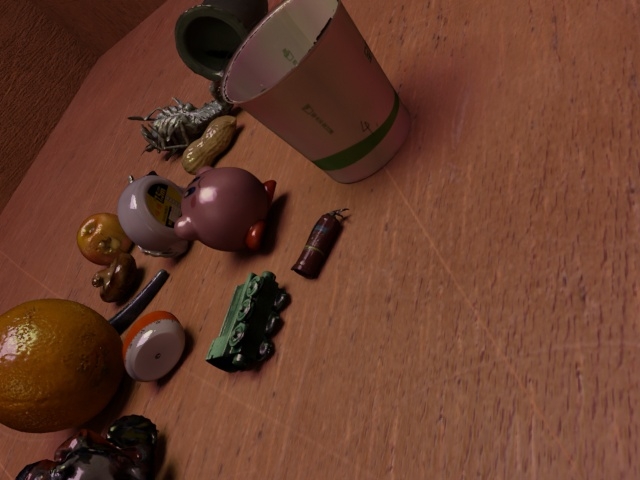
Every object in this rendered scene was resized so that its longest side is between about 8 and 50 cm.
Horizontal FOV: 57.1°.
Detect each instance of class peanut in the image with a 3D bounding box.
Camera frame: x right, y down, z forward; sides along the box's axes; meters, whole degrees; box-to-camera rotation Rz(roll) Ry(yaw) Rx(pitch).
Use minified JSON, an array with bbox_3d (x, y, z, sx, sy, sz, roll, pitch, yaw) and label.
[{"bbox_3d":[-0.280,-0.246,1.500,0.187,0.082,0.082,-48,34,3],"label":"peanut"}]

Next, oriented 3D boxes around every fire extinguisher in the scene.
[{"bbox_3d":[0.000,0.000,0.983,0.056,0.039,0.132,11,66,42],"label":"fire extinguisher"}]

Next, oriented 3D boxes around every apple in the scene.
[{"bbox_3d":[-0.576,-0.007,1.563,0.146,0.146,0.146,-30,39,27],"label":"apple"}]

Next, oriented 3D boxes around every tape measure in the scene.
[{"bbox_3d":[-0.376,-0.062,1.341,0.105,0.178,0.196,-27,40,32],"label":"tape measure"}]

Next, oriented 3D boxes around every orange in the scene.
[{"bbox_3d":[-0.527,0.243,1.152,0.274,0.274,0.274,-30,39,27],"label":"orange"}]

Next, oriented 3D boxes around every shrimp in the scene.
[{"bbox_3d":[-0.392,-0.338,1.657,0.410,0.166,0.221,-11,47,27],"label":"shrimp"}]

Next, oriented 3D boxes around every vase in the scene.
[{"bbox_3d":[-0.275,-0.655,1.756,0.245,0.245,0.291,-21,39,36],"label":"vase"}]

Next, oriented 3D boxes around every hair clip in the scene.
[{"bbox_3d":[-0.442,0.169,1.329,0.275,0.048,0.083,-40,33,6],"label":"hair clip"}]

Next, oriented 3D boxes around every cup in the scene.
[{"bbox_3d":[0.007,-0.253,1.005,0.253,0.274,0.253,-28,42,28],"label":"cup"}]

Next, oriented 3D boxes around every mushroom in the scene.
[{"bbox_3d":[-0.486,0.090,1.410,0.126,0.085,0.109,-50,2,26],"label":"mushroom"}]

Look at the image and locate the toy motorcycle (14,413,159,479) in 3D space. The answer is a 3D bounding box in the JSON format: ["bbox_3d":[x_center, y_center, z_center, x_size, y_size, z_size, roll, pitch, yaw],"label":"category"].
[{"bbox_3d":[-0.321,0.410,0.818,0.401,0.207,0.134,-113,39,-49],"label":"toy motorcycle"}]

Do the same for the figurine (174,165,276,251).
[{"bbox_3d":[-0.183,-0.062,1.132,0.173,0.173,0.173,-30,39,27],"label":"figurine"}]

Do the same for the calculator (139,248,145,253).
[{"bbox_3d":[-0.402,-0.037,1.486,0.166,0.024,0.103,-52,34,-1],"label":"calculator"}]

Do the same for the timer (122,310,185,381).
[{"bbox_3d":[-0.316,0.193,1.111,0.136,0.099,0.136,-32,25,17],"label":"timer"}]

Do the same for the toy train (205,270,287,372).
[{"bbox_3d":[-0.121,0.131,0.970,0.111,0.071,0.170,-22,42,45],"label":"toy train"}]
